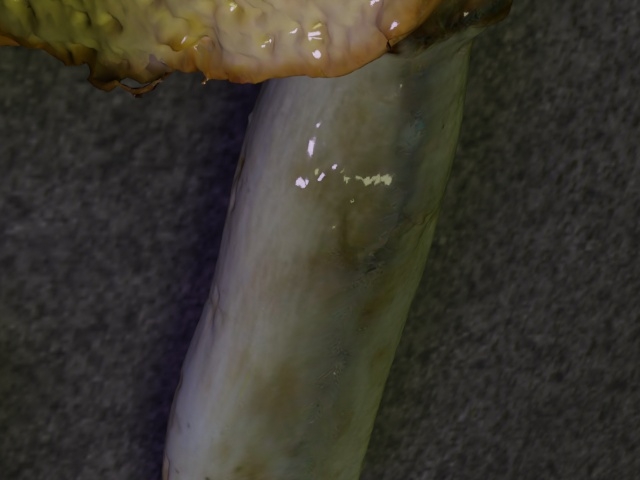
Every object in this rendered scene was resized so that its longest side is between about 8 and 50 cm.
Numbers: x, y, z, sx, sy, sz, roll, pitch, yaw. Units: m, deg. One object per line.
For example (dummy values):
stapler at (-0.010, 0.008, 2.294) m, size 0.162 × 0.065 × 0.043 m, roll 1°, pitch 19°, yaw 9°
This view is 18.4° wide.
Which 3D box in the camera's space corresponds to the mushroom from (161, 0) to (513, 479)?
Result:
mushroom at (0.000, 0.000, 0.839) m, size 0.100 × 0.081 × 0.312 m, roll -3°, pitch 125°, yaw -30°

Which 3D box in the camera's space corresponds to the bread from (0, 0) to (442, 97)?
bread at (-0.031, -0.139, 0.644) m, size 0.139 × 0.229 × 0.143 m, roll -49°, pitch 129°, yaw -30°
